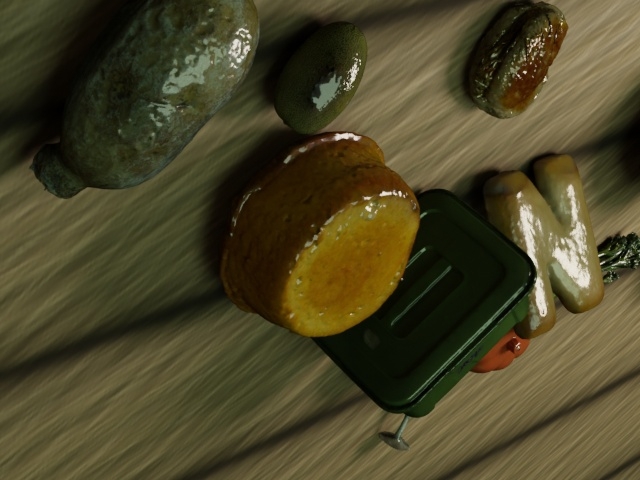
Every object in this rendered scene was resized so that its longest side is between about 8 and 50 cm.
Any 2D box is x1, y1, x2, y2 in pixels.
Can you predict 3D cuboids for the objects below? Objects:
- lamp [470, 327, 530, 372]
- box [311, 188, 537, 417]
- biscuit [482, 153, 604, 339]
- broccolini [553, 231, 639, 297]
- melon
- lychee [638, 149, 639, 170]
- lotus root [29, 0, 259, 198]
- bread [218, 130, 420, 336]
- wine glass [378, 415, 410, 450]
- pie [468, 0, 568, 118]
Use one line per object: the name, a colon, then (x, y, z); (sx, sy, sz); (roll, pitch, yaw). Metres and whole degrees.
lamp: (0.301, 0.149, 1.951); (0.187, 0.164, 0.188); (-22, 133, -25)
box: (0.166, 0.113, 1.752); (0.328, 0.253, 0.178); (-43, 153, -6)
biscuit: (0.394, 0.006, 1.894); (0.237, 0.062, 0.291); (-18, 99, -37)
broccolini: (0.496, 0.109, 2.161); (0.392, 0.074, 0.079); (-35, 131, -18)
melon: (0.003, -0.217, 1.444); (0.162, 0.099, 0.099); (-55, 140, 2)
lychee: (0.755, -0.171, 2.023); (0.330, 0.306, 0.306); (-27, 142, 14)
lotus root: (-0.191, -0.177, 1.247); (0.349, 0.175, 0.175); (-52, 140, 8)
bread: (0.000, -0.004, 1.551); (0.312, 0.172, 0.312); (-26, 137, -27)
wine glass: (0.177, 0.294, 2.036); (0.066, 0.066, 0.198); (6, 114, -44)
pie: (0.314, -0.279, 1.695); (0.163, 0.079, 0.193); (13, 109, -52)
